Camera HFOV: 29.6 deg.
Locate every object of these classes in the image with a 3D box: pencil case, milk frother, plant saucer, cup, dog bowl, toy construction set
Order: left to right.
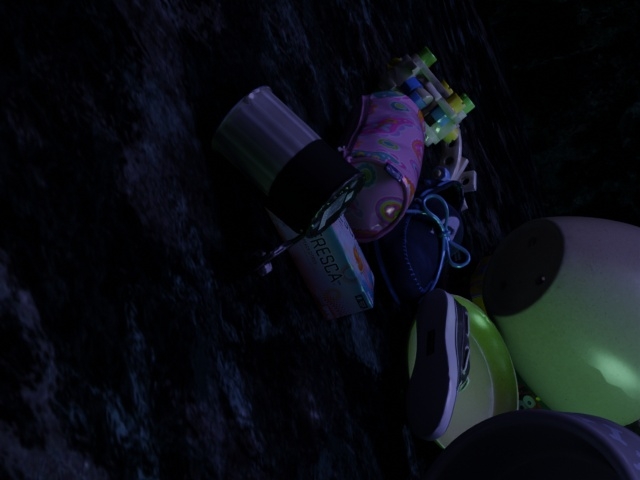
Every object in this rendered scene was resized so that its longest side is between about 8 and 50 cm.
[{"bbox_3d":[-0.056,-0.050,1.171,0.134,0.129,0.143,42,44,13],"label":"milk frother"},{"bbox_3d":[0.071,-0.106,1.589,0.284,0.124,0.124,-67,138,-64],"label":"pencil case"},{"bbox_3d":[0.191,-0.193,2.009,0.215,0.151,0.328,55,-4,33],"label":"toy construction set"},{"bbox_3d":[0.191,0.196,1.708,0.241,0.037,0.241,21,59,-40],"label":"plant saucer"},{"bbox_3d":[0.245,0.351,1.372,0.102,0.348,0.349,32,42,-46],"label":"dog bowl"},{"bbox_3d":[0.389,0.092,1.858,0.237,0.331,0.331,32,38,-28],"label":"cup"}]

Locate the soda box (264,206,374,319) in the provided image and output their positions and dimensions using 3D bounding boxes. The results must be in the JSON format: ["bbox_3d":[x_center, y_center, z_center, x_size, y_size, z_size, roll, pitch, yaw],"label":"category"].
[{"bbox_3d":[0.000,0.000,1.348,0.058,0.062,0.183,-84,153,-52],"label":"soda box"}]

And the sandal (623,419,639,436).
[{"bbox_3d":[0.500,0.310,2.115,0.086,0.120,0.303,55,-5,49],"label":"sandal"}]

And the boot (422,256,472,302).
[{"bbox_3d":[0.225,0.137,1.908,0.246,0.094,0.207,52,30,-39],"label":"boot"}]

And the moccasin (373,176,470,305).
[{"bbox_3d":[0.152,-0.025,1.779,0.342,0.116,0.138,-74,145,-61],"label":"moccasin"}]

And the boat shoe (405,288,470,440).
[{"bbox_3d":[0.168,0.169,1.610,0.070,0.077,0.219,32,51,-31],"label":"boat shoe"}]

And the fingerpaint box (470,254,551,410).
[{"bbox_3d":[0.402,0.225,2.288,0.445,0.163,0.371,-31,105,-73],"label":"fingerpaint box"}]
